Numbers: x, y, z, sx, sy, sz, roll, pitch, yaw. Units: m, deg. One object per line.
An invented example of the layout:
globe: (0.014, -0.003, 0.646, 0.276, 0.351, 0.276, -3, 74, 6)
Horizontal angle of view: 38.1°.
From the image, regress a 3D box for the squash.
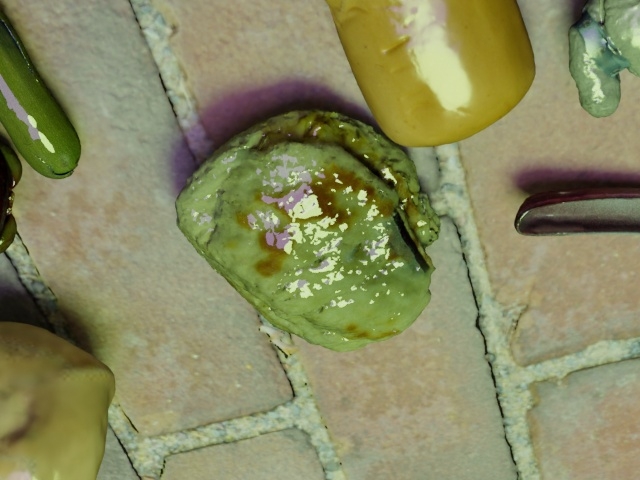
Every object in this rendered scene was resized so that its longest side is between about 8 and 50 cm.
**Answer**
squash: (-0.243, -0.125, 0.728, 0.052, 0.052, 0.183, -17, 120, 12)

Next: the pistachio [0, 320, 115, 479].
pistachio: (-0.320, 0.200, 0.864, 0.229, 0.230, 0.309, 35, 123, -22)

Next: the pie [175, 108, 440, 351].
pie: (0.000, 0.000, 0.788, 0.201, 0.090, 0.248, -32, 123, 17)

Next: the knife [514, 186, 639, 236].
knife: (0.299, -0.011, 0.800, 0.277, 0.053, 0.123, 6, 129, -3)

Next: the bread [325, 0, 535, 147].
bread: (0.082, -0.149, 0.684, 0.134, 0.085, 0.173, -22, 122, 15)

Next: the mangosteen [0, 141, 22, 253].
mangosteen: (-0.308, -0.039, 0.740, 0.152, 0.152, 0.153, 0, 125, 0)

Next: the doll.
doll: (0.254, -0.181, 0.668, 0.103, 0.072, 0.214, 27, 118, -19)
